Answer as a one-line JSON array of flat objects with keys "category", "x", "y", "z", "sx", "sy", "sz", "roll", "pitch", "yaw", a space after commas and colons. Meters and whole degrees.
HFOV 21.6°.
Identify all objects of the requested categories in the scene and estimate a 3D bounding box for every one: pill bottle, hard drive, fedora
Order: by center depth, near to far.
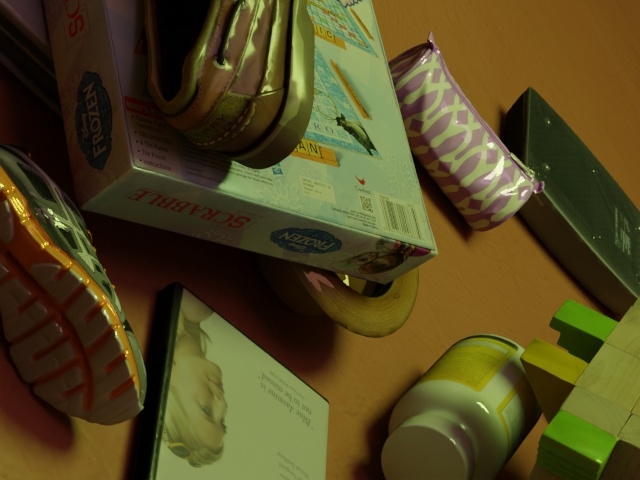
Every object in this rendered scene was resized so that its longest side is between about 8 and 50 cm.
[{"category": "fedora", "x": 0.000, "y": 0.000, "z": 1.386, "sx": 0.194, "sy": 0.079, "sz": 0.194, "roll": 33, "pitch": 42, "yaw": -36}, {"category": "pill bottle", "x": 0.118, "y": 0.155, "z": 1.419, "sx": 0.103, "sy": 0.103, "sz": 0.184, "roll": 60, "pitch": 30, "yaw": -3}, {"category": "hard drive", "x": 0.292, "y": -0.037, "z": 1.901, "sx": 0.254, "sy": 0.054, "sz": 0.172, "roll": 45, "pitch": 33, "yaw": -27}]

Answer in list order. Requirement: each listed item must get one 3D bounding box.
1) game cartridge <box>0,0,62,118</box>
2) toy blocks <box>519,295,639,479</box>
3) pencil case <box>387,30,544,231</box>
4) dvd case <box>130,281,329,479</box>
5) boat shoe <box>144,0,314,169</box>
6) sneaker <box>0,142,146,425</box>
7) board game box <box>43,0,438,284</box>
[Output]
[{"category": "game cartridge", "x": -0.189, "y": -0.193, "z": 1.283, "sx": 0.355, "sy": 0.068, "sz": 0.230, "roll": 44, "pitch": 30, "yaw": -28}, {"category": "toy blocks", "x": 0.236, "y": 0.214, "z": 1.416, "sx": 0.190, "sy": 0.261, "sz": 0.381, "roll": 26, "pitch": 26, "yaw": 15}, {"category": "pencil case", "x": 0.135, "y": -0.103, "z": 1.680, "sx": 0.206, "sy": 0.088, "sz": 0.086, "roll": 49, "pitch": 30, "yaw": -20}, {"category": "dvd case", "x": -0.061, "y": 0.170, "z": 1.203, "sx": 0.180, "sy": 0.022, "sz": 0.253, "roll": 41, "pitch": 34, "yaw": -32}, {"category": "boat shoe", "x": -0.069, "y": -0.203, "z": 1.165, "sx": 0.104, "sy": 0.110, "sz": 0.307, "roll": 22, "pitch": 48, "yaw": -40}, {"category": "sneaker", "x": -0.174, "y": 0.021, "z": 1.101, "sx": 0.215, "sy": 0.084, "sz": 0.083, "roll": 60, "pitch": 25, "yaw": -2}, {"category": "board game box", "x": -0.067, "y": -0.143, "z": 1.279, "sx": 0.318, "sy": 0.066, "sz": 0.318, "roll": 16, "pitch": 53, "yaw": -45}]
